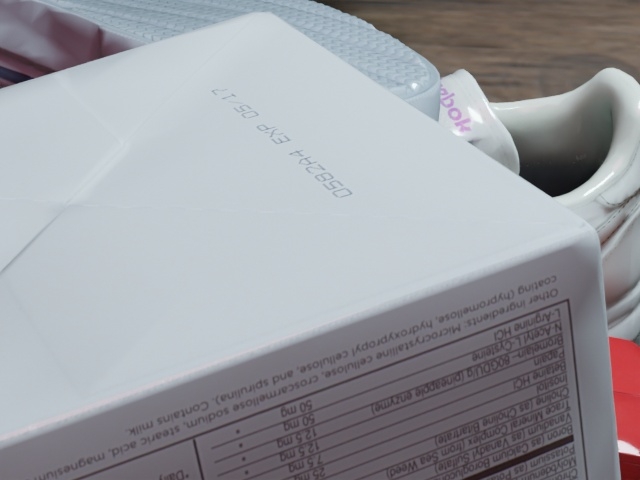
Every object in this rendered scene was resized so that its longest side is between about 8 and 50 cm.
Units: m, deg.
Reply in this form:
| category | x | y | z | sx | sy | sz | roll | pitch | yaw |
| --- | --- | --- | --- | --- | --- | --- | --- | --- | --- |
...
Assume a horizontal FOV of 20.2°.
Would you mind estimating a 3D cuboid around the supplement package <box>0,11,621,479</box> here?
| category | x | y | z | sx | sy | sz | roll | pitch | yaw |
| --- | --- | --- | --- | --- | --- | --- | --- | --- | --- |
| supplement package | -0.044 | 0.106 | 0.509 | 0.198 | 0.263 | 0.199 | -19 | 28 | -17 |

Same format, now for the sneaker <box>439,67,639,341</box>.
| category | x | y | z | sx | sy | sz | roll | pitch | yaw |
| --- | --- | --- | --- | --- | --- | --- | --- | --- | --- |
| sneaker | 0.000 | 0.000 | 0.726 | 0.305 | 0.152 | 0.114 | -14 | 45 | -19 |

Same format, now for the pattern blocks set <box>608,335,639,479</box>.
| category | x | y | z | sx | sy | sz | roll | pitch | yaw |
| --- | --- | --- | --- | --- | --- | --- | --- | --- | --- |
| pattern blocks set | 0.225 | 0.146 | 0.621 | 0.285 | 0.026 | 0.325 | 7 | 32 | -8 |

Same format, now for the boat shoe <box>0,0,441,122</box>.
| category | x | y | z | sx | sy | sz | roll | pitch | yaw |
| --- | --- | --- | --- | --- | --- | --- | --- | --- | --- |
| boat shoe | -0.084 | -0.053 | 0.693 | 0.302 | 0.094 | 0.109 | 17 | 23 | 36 |
